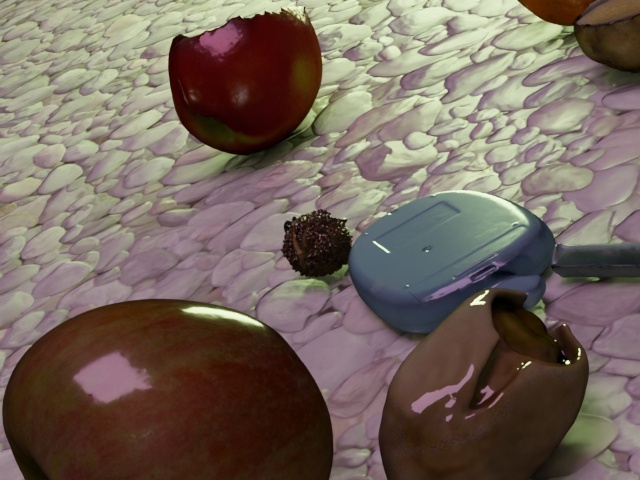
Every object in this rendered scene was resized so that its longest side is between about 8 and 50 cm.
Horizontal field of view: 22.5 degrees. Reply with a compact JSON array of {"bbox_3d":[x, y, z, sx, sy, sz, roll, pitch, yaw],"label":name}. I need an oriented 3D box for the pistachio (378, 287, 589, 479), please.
[{"bbox_3d":[0.131,0.126,1.290,0.238,0.138,0.153,-46,-2,-39],"label":"pistachio"}]

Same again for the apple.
[{"bbox_3d":[-0.121,0.160,1.307,0.234,0.257,0.257,-29,25,-16],"label":"apple"}]

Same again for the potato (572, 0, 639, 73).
[{"bbox_3d":[0.395,-0.254,1.864,0.200,0.081,0.164,-28,18,-14],"label":"potato"}]

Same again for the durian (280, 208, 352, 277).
[{"bbox_3d":[0.000,0.000,1.722,0.091,0.080,0.080,-37,28,-30],"label":"durian"}]

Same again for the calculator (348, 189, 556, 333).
[{"bbox_3d":[0.130,0.019,1.605,0.188,0.042,0.303,-29,22,-11],"label":"calculator"}]

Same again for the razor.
[{"bbox_3d":[0.329,0.014,1.436,0.278,0.056,0.111,-5,67,46],"label":"razor"}]

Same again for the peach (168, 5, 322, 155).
[{"bbox_3d":[-0.096,-0.229,2.093,0.196,0.190,0.226,20,61,4],"label":"peach"}]

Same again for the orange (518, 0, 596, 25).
[{"bbox_3d":[0.327,-0.385,2.012,0.240,0.240,0.240,-20,25,10],"label":"orange"}]
